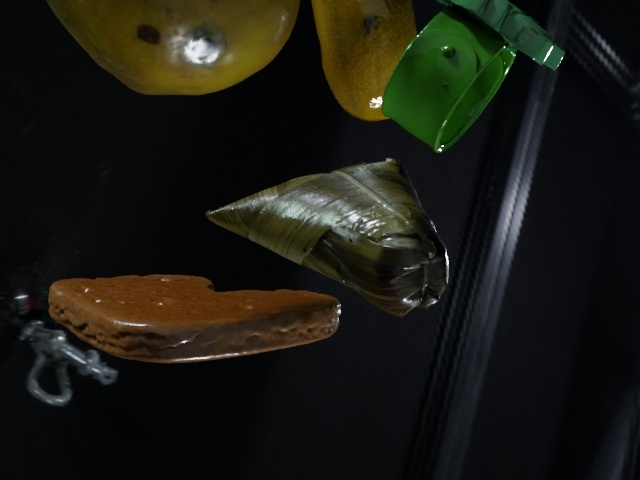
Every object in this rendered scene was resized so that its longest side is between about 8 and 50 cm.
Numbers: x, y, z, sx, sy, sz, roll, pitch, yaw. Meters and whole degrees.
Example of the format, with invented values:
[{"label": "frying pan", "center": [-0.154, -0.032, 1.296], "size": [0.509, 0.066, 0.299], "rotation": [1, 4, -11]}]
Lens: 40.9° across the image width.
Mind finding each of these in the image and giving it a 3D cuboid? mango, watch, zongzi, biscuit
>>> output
[{"label": "mango", "center": [-0.120, -0.249, 0.535], "size": [0.175, 0.176, 0.330], "rotation": [-22, -86, -19]}, {"label": "mango", "center": [0.045, -0.258, 0.941], "size": [0.108, 0.157, 0.262], "rotation": [-11, -76, 5]}, {"label": "watch", "center": [0.139, -0.159, 0.816], "size": [0.131, 0.165, 0.152], "rotation": [35, -74, 12]}, {"label": "zongzi", "center": [0.000, 0.000, 1.089], "size": [0.288, 0.286, 0.134], "rotation": [-4, -65, -6]}, {"label": "biscuit", "center": [-0.096, 0.056, 0.657], "size": [0.186, 0.192, 0.036], "rotation": [-5, -78, -36]}]
